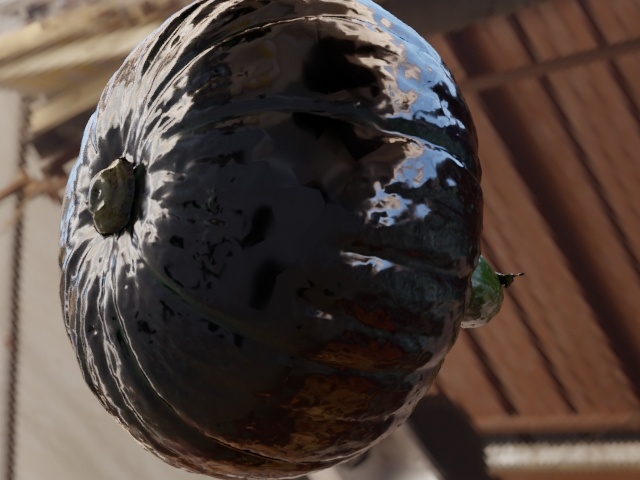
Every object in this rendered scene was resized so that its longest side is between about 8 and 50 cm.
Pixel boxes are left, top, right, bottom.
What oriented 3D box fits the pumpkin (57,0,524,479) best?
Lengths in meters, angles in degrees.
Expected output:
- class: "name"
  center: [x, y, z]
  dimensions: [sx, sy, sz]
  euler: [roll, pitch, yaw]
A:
- class: "pumpkin"
  center: [0.000, 0.000, 0.918]
  dimensions: [0.248, 0.248, 0.248]
  euler: [30, -43, 32]
